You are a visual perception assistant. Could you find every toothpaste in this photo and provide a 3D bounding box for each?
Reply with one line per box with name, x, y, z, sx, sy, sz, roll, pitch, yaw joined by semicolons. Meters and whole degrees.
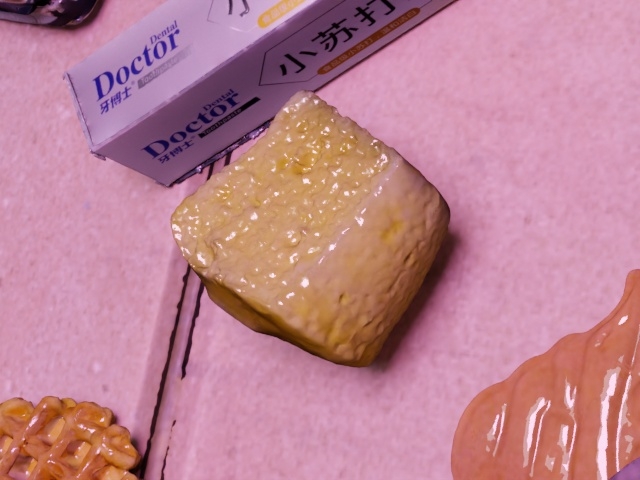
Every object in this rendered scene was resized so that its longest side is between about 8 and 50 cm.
toothpaste;0.003;-0.142;0.753;0.312;0.089;0.071;-31;66;18

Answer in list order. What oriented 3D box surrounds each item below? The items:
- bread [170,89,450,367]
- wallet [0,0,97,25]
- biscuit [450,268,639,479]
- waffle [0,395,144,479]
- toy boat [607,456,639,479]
bread;0.000;0.000;0.694;0.129;0.111;0.114;39;91;36
wallet;-0.190;-0.272;0.919;0.176;0.075;0.250;15;83;37
biscuit;0.173;0.088;0.612;0.250;0.035;0.162;-11;73;25
waffle;-0.173;0.177;0.779;0.191;0.038;0.191;-10;69;28
toy boat;0.219;0.161;0.469;0.276;0.111;0.294;-9;63;27
